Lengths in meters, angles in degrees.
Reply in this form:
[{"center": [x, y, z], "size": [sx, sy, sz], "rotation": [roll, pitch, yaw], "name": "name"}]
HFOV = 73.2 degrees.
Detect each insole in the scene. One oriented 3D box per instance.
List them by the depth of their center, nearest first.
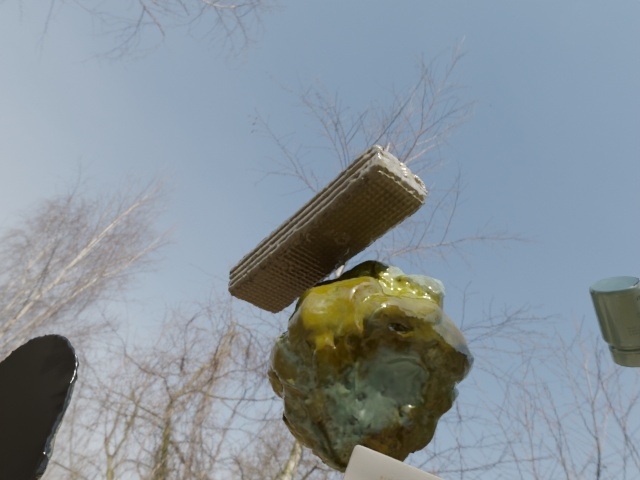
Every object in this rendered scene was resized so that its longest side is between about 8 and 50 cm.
[{"center": [-0.250, 0.217, 0.244], "size": [0.118, 0.349, 0.009], "rotation": [6, -29, 27], "name": "insole"}]

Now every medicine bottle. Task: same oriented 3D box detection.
[{"center": [0.308, 0.081, 0.437], "size": [0.047, 0.047, 0.083], "rotation": [-16, -83, 30], "name": "medicine bottle"}]

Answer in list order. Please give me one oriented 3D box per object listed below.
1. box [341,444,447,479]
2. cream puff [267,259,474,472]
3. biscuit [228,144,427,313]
[{"center": [0.143, 0.318, 0.479], "size": [0.149, 0.067, 0.233], "rotation": [1, -37, 47], "name": "box"}, {"center": [0.079, 0.212, 0.792], "size": [0.378, 0.275, 0.379], "rotation": [-3, -79, -18], "name": "cream puff"}, {"center": [0.000, 0.000, 0.816], "size": [0.144, 0.079, 0.426], "rotation": [30, -53, -31], "name": "biscuit"}]
